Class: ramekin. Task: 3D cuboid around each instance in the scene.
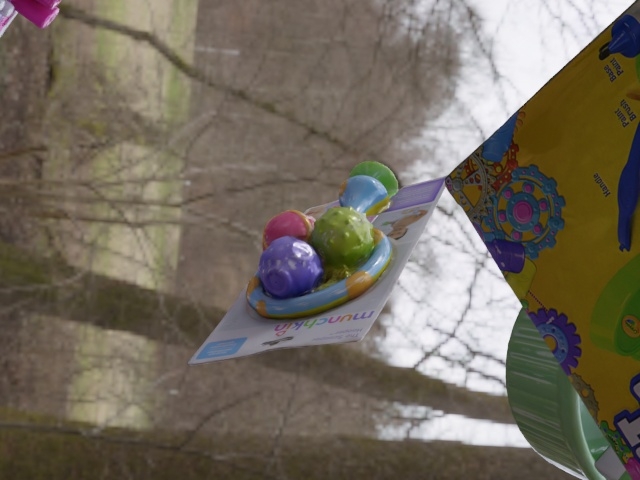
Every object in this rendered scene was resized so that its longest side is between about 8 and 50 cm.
[{"bbox_3d":[0.365,0.153,1.306,0.148,0.303,0.303,8,-87,61],"label":"ramekin"}]

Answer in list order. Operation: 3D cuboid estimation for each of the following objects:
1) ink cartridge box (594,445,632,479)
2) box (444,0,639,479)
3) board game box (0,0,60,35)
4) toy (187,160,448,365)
[{"bbox_3d":[0.418,0.248,1.119,0.160,0.219,0.092,-49,-178,-1],"label":"ink cartridge box"},{"bbox_3d":[0.261,0.003,0.491,0.279,0.177,0.290,-44,-114,36],"label":"box"},{"bbox_3d":[-0.352,-0.109,0.882,0.390,0.050,0.390,-54,-178,2],"label":"board game box"},{"bbox_3d":[0.000,0.000,0.816,0.237,0.137,0.056,-50,123,-55],"label":"toy"}]
